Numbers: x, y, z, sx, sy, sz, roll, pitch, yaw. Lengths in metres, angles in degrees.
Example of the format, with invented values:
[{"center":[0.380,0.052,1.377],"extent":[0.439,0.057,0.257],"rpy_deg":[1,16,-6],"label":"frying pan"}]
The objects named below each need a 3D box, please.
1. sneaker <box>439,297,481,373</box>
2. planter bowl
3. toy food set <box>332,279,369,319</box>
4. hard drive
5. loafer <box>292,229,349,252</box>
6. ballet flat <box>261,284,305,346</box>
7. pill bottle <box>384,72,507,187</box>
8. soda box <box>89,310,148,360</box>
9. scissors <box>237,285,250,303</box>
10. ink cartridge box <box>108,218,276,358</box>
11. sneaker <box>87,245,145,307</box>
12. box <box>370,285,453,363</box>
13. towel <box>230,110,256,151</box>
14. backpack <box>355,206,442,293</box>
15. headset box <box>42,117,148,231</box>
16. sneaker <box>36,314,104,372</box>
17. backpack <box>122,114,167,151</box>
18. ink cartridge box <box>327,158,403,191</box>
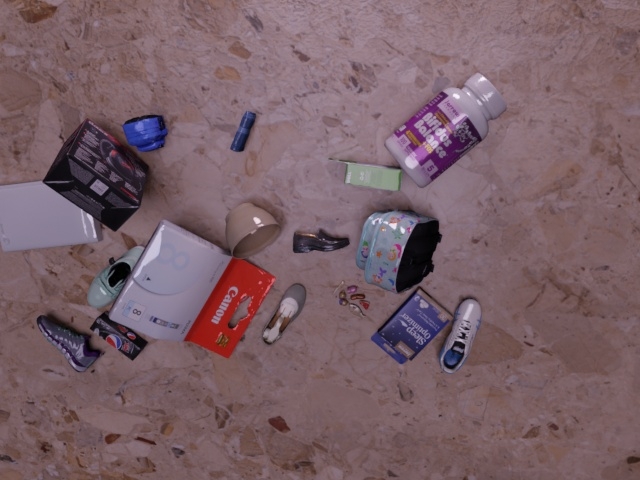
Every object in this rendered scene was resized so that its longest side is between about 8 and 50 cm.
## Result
[{"center":[0.417,0.285,1.621],"extent":[0.085,0.086,0.238],"rpy_deg":[18,102,2],"label":"sneaker"},{"center":[-0.206,-0.038,1.577],"extent":[0.162,0.162,0.109],"rpy_deg":[-37,70,11],"label":"planter bowl"},{"center":[0.099,0.178,1.656],"extent":[0.122,0.019,0.078],"rpy_deg":[36,103,-4],"label":"toy food set"},{"center":[-0.831,-0.080,1.666],"extent":[0.307,0.040,0.203],"rpy_deg":[-6,102,5],"label":"hard drive"},{"center":[0.000,0.000,1.605],"extent":[0.169,0.062,0.062],"rpy_deg":[-5,97,4],"label":"loafer"},{"center":[-0.110,0.231,1.660],"extent":[0.072,0.068,0.213],"rpy_deg":[32,103,-3],"label":"ballet flat"},{"center":[0.332,-0.294,1.457],"extent":[0.301,0.169,0.169],"rpy_deg":[-41,96,12],"label":"pill bottle"},{"center":[-0.630,0.298,1.721],"extent":[0.168,0.060,0.053],"rpy_deg":[38,103,-4],"label":"soda box"},{"center":[-0.362,0.182,1.693],"extent":[0.296,0.021,0.109],"rpy_deg":[-22,102,7],"label":"scissors"},{"center":[-0.360,0.162,1.591],"extent":[0.384,0.091,0.308],"rpy_deg":[29,97,-18],"label":"ink cartridge box"},{"center":[-0.631,0.124,1.637],"extent":[0.256,0.151,0.094],"rpy_deg":[-43,97,13],"label":"sneaker"},{"center":[0.271,0.264,1.654],"extent":[0.136,0.036,0.225],"rpy_deg":[40,104,-4],"label":"box"},{"center":[-0.216,-0.306,1.551],"extent":[0.029,0.067,0.120],"rpy_deg":[26,103,0],"label":"towel"},{"center":[0.206,0.025,1.497],"extent":[0.190,0.253,0.225],"rpy_deg":[19,105,21],"label":"backpack"},{"center":[-0.592,-0.189,1.490],"extent":[0.110,0.293,0.218],"rpy_deg":[-41,121,14],"label":"headset box"},{"center":[-0.789,0.306,1.741],"extent":[0.098,0.083,0.224],"rpy_deg":[-39,102,-9],"label":"sneaker"},{"center":[-0.489,-0.302,1.547],"extent":[0.097,0.120,0.101],"rpy_deg":[-17,100,7],"label":"backpack"},{"center":[0.119,-0.184,1.529],"extent":[0.209,0.109,0.062],"rpy_deg":[8,102,3],"label":"ink cartridge box"}]
